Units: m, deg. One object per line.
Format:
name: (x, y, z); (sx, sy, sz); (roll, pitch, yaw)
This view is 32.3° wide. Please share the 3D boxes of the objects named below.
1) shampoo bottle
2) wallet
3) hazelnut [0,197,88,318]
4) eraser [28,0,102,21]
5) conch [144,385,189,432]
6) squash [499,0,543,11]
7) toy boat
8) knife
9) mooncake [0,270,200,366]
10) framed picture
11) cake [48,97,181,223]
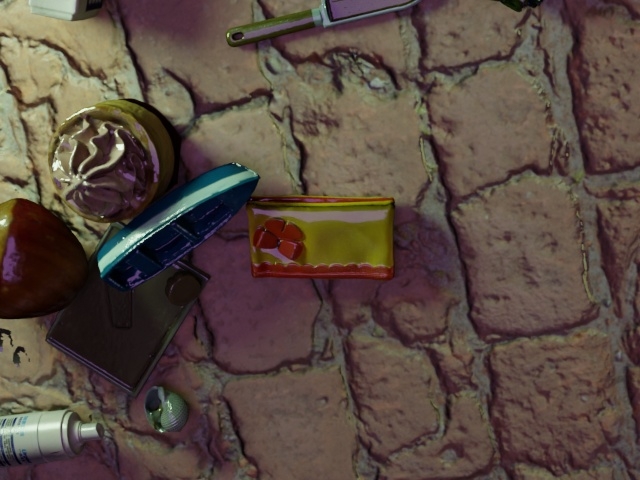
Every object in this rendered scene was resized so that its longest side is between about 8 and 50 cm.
shampoo bottle: (-0.526, 0.348, 1.933); (0.303, 0.092, 0.092); (-9, 105, 9)
wallet: (0.000, 0.000, 1.774); (0.241, 0.067, 0.141); (0, 108, 7)
hazelnut: (-0.488, 0.037, 1.804); (0.212, 0.181, 0.181); (-31, 79, 27)
eraser: (-0.367, -0.475, 1.657); (0.081, 0.124, 0.279); (12, 107, 4)
conch: (-0.262, 0.289, 1.899); (0.076, 0.057, 0.085); (-17, 83, 32)
squash: (0.184, -0.428, 1.618); (0.331, 0.087, 0.087); (32, 108, -4)
toy boat: (-0.224, -0.030, 1.758); (0.299, 0.096, 0.061); (-35, 55, 8)
knife: (0.015, -0.358, 1.690); (0.343, 0.027, 0.061); (-11, 100, 11)
mooncake: (-0.368, 0.130, 1.808); (0.347, 0.057, 0.150); (-3, 111, -8)
framed picture: (-0.331, 0.117, 1.878); (0.192, 0.018, 0.265); (33, 108, -2)
cake: (-0.331, -0.121, 1.729); (0.208, 0.178, 0.185); (-21, 101, 10)
